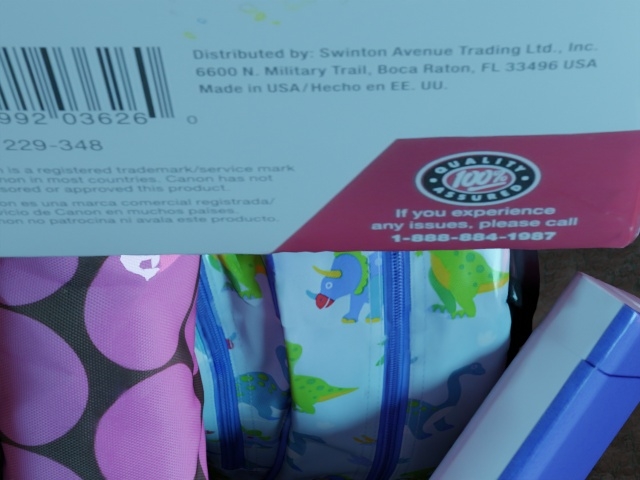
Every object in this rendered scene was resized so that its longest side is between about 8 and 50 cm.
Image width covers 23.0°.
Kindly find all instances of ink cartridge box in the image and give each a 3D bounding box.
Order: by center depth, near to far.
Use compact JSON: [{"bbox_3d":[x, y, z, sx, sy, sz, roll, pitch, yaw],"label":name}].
[{"bbox_3d":[-0.014,-0.124,0.394,0.306,0.226,0.131,88,3,-57],"label":"ink cartridge box"}]

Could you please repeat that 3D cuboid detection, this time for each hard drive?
[{"bbox_3d":[0.067,0.162,0.785,0.318,0.040,0.210,-56,162,6],"label":"hard drive"}]

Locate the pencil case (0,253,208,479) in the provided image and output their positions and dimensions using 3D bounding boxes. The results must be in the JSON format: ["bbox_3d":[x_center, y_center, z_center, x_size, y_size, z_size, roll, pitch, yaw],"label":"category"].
[{"bbox_3d":[-0.078,0.067,0.585,0.098,0.095,0.209,-122,-149,-63],"label":"pencil case"}]

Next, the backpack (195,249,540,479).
[{"bbox_3d":[0.000,0.000,0.823,0.355,0.273,0.290,141,-50,-67],"label":"backpack"}]
